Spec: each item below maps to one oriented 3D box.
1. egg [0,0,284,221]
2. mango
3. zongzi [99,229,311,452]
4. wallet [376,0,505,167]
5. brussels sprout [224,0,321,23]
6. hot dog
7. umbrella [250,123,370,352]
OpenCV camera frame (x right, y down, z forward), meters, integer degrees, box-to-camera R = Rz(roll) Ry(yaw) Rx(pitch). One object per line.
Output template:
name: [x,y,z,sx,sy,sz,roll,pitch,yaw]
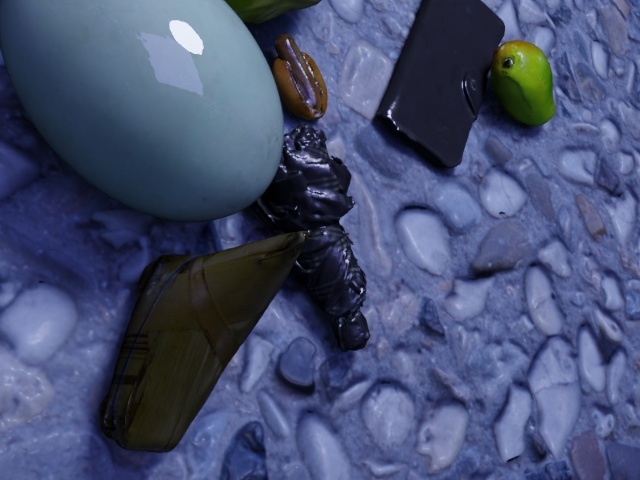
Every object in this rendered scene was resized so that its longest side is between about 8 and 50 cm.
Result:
egg: [-0.212,-0.192,0.830,0.389,0.276,0.276,44,60,-11]
mango: [0.397,-0.305,1.312,0.233,0.111,0.125,28,80,-49]
zongzi: [-0.133,0.125,0.795,0.123,0.289,0.260,31,62,-36]
wallet: [0.233,-0.316,1.266,0.197,0.051,0.377,34,64,-23]
brussels sprout: [-0.104,-0.460,0.961,0.355,0.281,0.289,15,33,-53]
hot dog: [-0.034,-0.261,1.085,0.090,0.060,0.140,-18,84,-38]
umbrella: [0.009,-0.007,1.019,0.154,0.128,0.336,-33,102,-17]
